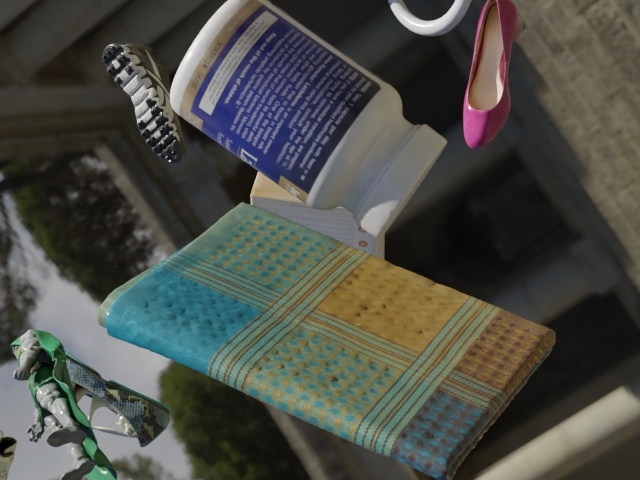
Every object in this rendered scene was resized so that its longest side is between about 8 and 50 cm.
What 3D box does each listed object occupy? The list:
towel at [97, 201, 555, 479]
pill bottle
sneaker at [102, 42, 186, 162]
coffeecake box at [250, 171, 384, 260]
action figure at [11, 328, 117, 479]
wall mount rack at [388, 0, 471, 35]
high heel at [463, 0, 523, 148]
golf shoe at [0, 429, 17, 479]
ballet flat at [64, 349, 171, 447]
[{"bbox_3d":[0.009,0.086,1.251,0.370,0.040,0.271,23,-147,22],"label":"towel"},{"bbox_3d":[-0.010,-0.127,1.357,0.264,0.153,0.153,35,-163,5],"label":"pill bottle"},{"bbox_3d":[-0.281,-0.248,2.284,0.106,0.078,0.234,-26,-95,-47],"label":"sneaker"},{"bbox_3d":[0.000,0.000,1.514,0.185,0.142,0.068,88,-167,-46],"label":"coffeecake box"},{"bbox_3d":[-0.267,0.152,1.293,0.232,0.063,0.137,-136,33,-58],"label":"action figure"},{"bbox_3d":[0.087,-0.360,1.224,0.130,0.304,0.350,-10,-86,-39],"label":"wall mount rack"},{"bbox_3d":[0.268,-0.273,2.113,0.082,0.244,0.117,21,-178,28],"label":"high heel"},{"bbox_3d":[-0.415,0.293,1.672,0.069,0.086,0.176,44,161,23],"label":"golf shoe"},{"bbox_3d":[-0.265,0.180,1.519,0.188,0.070,0.070,26,-167,14],"label":"ballet flat"}]
